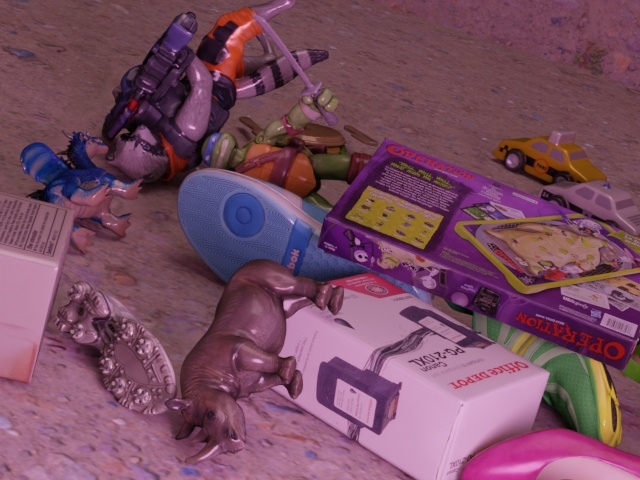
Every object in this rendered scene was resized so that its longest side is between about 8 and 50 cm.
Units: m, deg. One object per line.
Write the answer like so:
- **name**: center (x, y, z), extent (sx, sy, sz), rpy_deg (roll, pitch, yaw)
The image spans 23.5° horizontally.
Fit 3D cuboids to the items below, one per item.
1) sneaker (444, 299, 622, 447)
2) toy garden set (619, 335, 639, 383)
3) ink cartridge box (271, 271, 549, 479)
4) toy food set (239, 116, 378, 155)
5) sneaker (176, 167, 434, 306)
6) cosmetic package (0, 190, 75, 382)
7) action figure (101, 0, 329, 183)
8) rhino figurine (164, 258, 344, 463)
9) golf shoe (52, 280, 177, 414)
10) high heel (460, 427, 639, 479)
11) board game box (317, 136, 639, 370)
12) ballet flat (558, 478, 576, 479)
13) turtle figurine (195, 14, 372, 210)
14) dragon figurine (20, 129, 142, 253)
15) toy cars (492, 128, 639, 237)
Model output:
- **sneaker**: center (0.230, 0.130, 1.672), extent (0.123, 0.109, 0.295), rpy_deg (-31, 46, -2)
- **toy garden set**: center (0.411, 0.169, 1.645), extent (0.244, 0.049, 0.204), rpy_deg (32, 14, -22)
- **ink cartridge box**: center (0.079, 0.132, 1.513), extent (0.237, 0.100, 0.172), rpy_deg (29, 23, 31)
- **toy food set**: center (-0.023, -0.148, 2.292), extent (0.192, 0.038, 0.132), rpy_deg (3, 16, -20)
- **sneaker**: center (0.000, 0.000, 1.777), extent (0.319, 0.127, 0.208), rpy_deg (31, 24, 9)
- **cosmetic package**: center (-0.387, 0.015, 1.402), extent (0.296, 0.129, 0.153), rpy_deg (15, 21, -7)
- **action figure**: center (-0.142, -0.201, 1.971), extent (0.178, 0.330, 0.341), rpy_deg (43, -21, -5)
- **rhino figurine**: center (-0.069, 0.110, 1.390), extent (0.106, 0.073, 0.243), rpy_deg (14, 49, 17)
- **golf shoe**: center (-0.173, 0.102, 1.446), extent (0.086, 0.069, 0.176), rpy_deg (23, 17, -50)
- **high heel**: center (0.254, 0.237, 1.399), extent (0.244, 0.082, 0.117), rpy_deg (6, 27, -15)
- **board game box**: center (0.192, 0.008, 1.665), extent (0.347, 0.056, 0.208), rpy_deg (22, 38, 11)
- **ballet flat**: center (0.288, 0.286, 1.336), extent (0.221, 0.077, 0.079), rpy_deg (32, 5, 24)
- **turtle figurine**: center (-0.019, -0.081, 1.878), extent (0.266, 0.275, 0.198), rpy_deg (21, 54, -2)
- **dragon figurine**: center (-0.299, -0.056, 1.728), extent (0.144, 0.085, 0.289), rpy_deg (23, 20, 16)
- **toy cars**: center (0.406, -0.099, 2.427), extent (0.176, 0.087, 0.394), rpy_deg (11, 21, -17)
